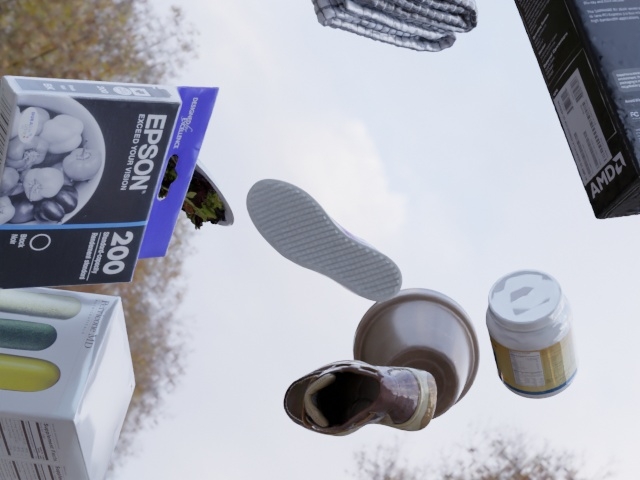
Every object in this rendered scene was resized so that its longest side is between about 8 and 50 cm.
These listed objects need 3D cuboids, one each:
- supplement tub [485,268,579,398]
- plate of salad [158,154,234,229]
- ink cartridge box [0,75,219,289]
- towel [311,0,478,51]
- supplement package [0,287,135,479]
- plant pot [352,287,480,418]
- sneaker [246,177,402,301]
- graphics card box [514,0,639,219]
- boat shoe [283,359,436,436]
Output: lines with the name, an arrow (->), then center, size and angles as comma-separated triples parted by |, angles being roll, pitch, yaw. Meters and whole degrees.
supplement tub -> 0.361, 0.160, 1.628 | 0.144, 0.144, 0.200 | 23, -33, 38
plate of salad -> -0.184, -0.079, 1.129 | 0.199, 0.048, 0.200 | 36, -18, 14
ink cartridge box -> -0.200, -0.049, 0.868 | 0.045, 0.208, 0.206 | 49, -50, 38
towel -> 0.091, -0.413, 1.375 | 0.121, 0.283, 0.235 | -35, -117, 38
supplement package -> -0.400, 0.190, 1.227 | 0.262, 0.199, 0.198 | 7, -45, 4
plant pot -> 0.187, 0.245, 1.853 | 0.263, 0.263, 0.229 | 59, 10, -7
sneaker -> 0.000, 0.001, 1.537 | 0.282, 0.102, 0.161 | 38, 4, -5
graphics card box -> 0.331, -0.211, 0.951 | 0.094, 0.232, 0.371 | 116, -37, -60
boat shoe -> 0.026, 0.239, 1.465 | 0.342, 0.123, 0.123 | -10, -110, 55
